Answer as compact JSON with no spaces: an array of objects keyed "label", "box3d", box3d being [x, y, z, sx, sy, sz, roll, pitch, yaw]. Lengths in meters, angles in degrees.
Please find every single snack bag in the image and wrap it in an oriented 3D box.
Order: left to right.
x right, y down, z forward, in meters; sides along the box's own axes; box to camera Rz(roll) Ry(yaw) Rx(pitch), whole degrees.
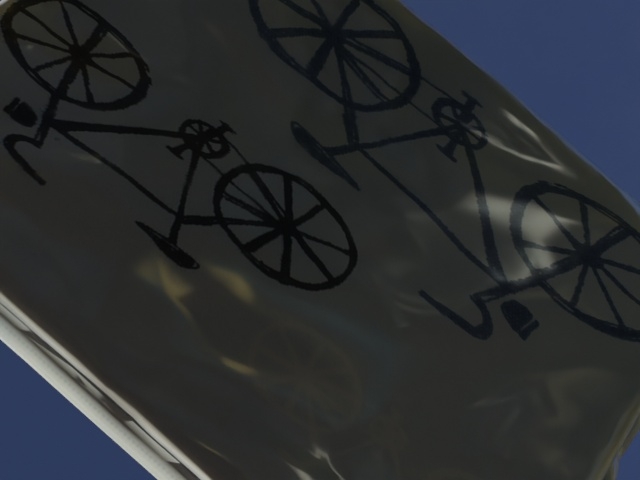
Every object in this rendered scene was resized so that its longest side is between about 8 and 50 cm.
[{"label":"snack bag","box3d":[0.000,0.000,0.716,0.323,0.037,0.342,41,-141,2]}]
